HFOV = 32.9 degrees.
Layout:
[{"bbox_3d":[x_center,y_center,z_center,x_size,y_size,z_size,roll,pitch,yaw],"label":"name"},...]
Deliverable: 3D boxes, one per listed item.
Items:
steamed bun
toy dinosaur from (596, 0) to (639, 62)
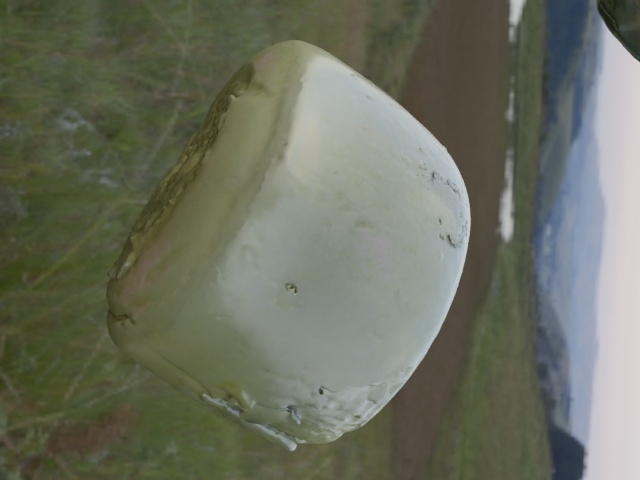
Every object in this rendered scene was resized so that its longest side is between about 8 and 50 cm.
[{"bbox_3d":[0.000,0.000,0.754,0.273,0.232,0.166,-60,-160,-19],"label":"steamed bun"},{"bbox_3d":[0.145,-0.110,0.388,0.393,0.092,0.205,30,33,-38],"label":"toy dinosaur"}]
